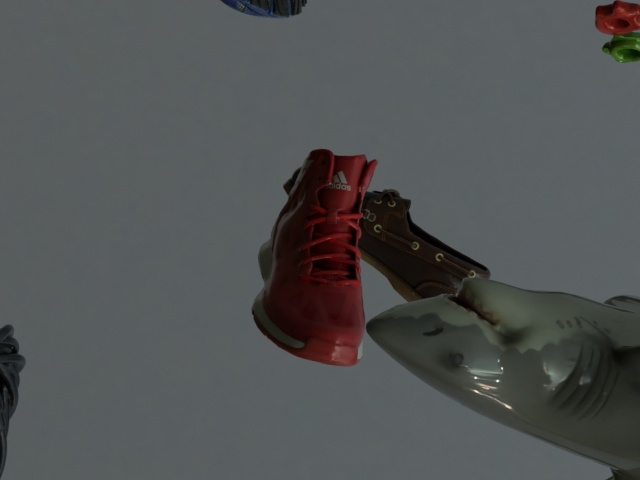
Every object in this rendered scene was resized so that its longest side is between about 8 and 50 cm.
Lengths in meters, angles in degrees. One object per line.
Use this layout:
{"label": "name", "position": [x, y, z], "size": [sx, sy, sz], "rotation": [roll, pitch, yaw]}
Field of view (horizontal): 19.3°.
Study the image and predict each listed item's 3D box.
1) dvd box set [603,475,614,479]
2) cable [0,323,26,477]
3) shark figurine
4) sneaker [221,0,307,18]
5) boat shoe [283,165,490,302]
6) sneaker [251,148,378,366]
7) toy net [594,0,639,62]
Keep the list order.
{"label": "dvd box set", "position": [0.420, 0.359, 1.791], "size": [0.420, 0.307, 0.062], "rotation": [48, -23, 45]}
{"label": "cable", "position": [-0.253, 0.143, 1.267], "size": [0.047, 0.150, 0.184], "rotation": [14, -86, 13]}
{"label": "shark figurine", "position": [0.165, 0.092, 0.697], "size": [0.278, 0.166, 0.116], "rotation": [17, -83, 28]}
{"label": "sneaker", "position": [-0.056, -0.229, 1.640], "size": [0.087, 0.221, 0.083], "rotation": [-12, -84, 18]}
{"label": "boat shoe", "position": [0.064, -0.010, 1.743], "size": [0.207, 0.073, 0.073], "rotation": [38, -69, -1]}
{"label": "sneaker", "position": [0.000, 0.000, 1.473], "size": [0.221, 0.087, 0.128], "rotation": [-115, -141, -62]}
{"label": "toy net", "position": [0.253, -0.189, 1.319], "size": [0.232, 0.122, 0.045], "rotation": [66, 29, -67]}
